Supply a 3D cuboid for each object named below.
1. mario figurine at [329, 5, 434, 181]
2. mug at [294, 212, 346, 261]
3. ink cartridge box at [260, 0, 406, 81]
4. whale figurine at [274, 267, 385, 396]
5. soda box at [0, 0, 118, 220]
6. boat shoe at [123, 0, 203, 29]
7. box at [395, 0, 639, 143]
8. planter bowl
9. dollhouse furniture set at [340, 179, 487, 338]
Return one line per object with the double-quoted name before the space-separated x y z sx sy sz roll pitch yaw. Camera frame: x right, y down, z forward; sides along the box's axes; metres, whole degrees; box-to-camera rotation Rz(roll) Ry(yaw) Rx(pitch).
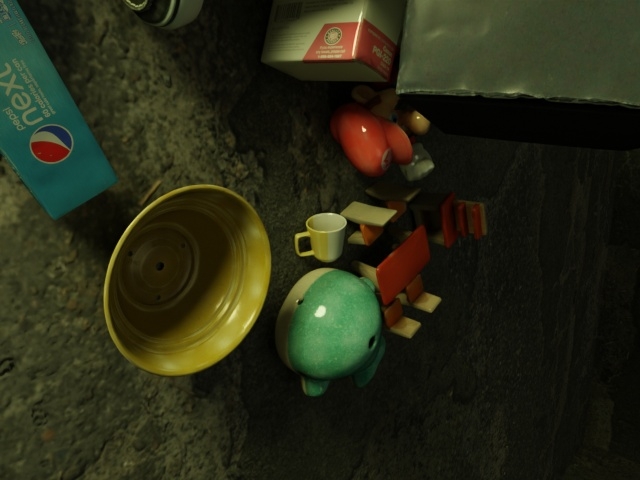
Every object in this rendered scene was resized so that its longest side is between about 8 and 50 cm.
"mario figurine" 0.148 -0.225 0.820 0.198 0.170 0.320 35 62 -12
"mug" 0.003 -0.002 0.824 0.062 0.078 0.064 -74 164 -57
"ink cartridge box" 0.026 -0.322 0.669 0.092 0.159 0.217 6 97 -53
"whale figurine" 0.049 0.161 0.846 0.216 0.141 0.272 -60 138 -18
"soda box" -0.257 -0.123 0.438 0.071 0.067 0.210 -38 139 -23
"boat shoe" -0.191 -0.335 0.424 0.119 0.121 0.335 -48 142 -39
"box" 0.288 -0.353 0.570 0.480 0.298 0.471 -20 116 -71
"planter bowl" -0.166 0.038 0.607 0.217 0.090 0.217 -17 113 -46
"dollhouse furniture set" 0.182 0.013 0.959 0.259 0.135 0.262 -41 129 -33
